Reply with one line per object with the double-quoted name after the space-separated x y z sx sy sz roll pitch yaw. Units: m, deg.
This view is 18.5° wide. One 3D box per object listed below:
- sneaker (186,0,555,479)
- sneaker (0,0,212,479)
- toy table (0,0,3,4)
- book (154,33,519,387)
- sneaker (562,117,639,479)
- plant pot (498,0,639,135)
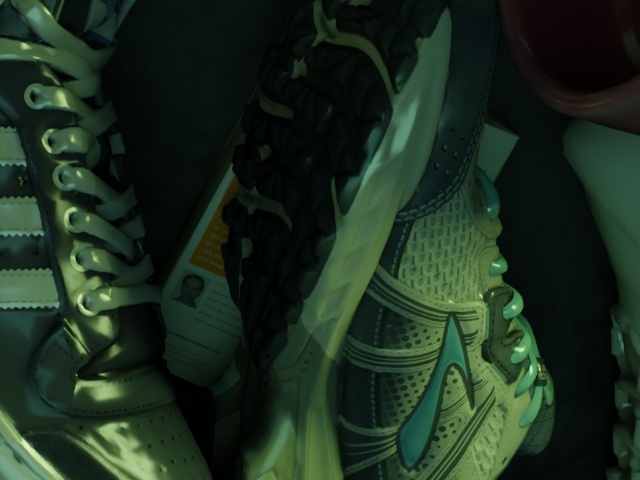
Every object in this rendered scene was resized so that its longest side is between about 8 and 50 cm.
0.028 0.027 0.709 0.122 0.110 0.283 3 121 -19 "sneaker"
-0.088 -0.026 0.672 0.153 0.099 0.282 -39 82 9 "sneaker"
-0.170 -0.161 0.547 0.252 0.160 0.274 14 132 -36 "toy table"
0.000 0.000 0.752 0.096 0.035 0.144 25 107 -13 "book"
0.159 0.080 0.747 0.129 0.111 0.297 -26 107 13 "sneaker"
0.181 -0.119 0.641 0.180 0.201 0.201 12 109 -22 "plant pot"
